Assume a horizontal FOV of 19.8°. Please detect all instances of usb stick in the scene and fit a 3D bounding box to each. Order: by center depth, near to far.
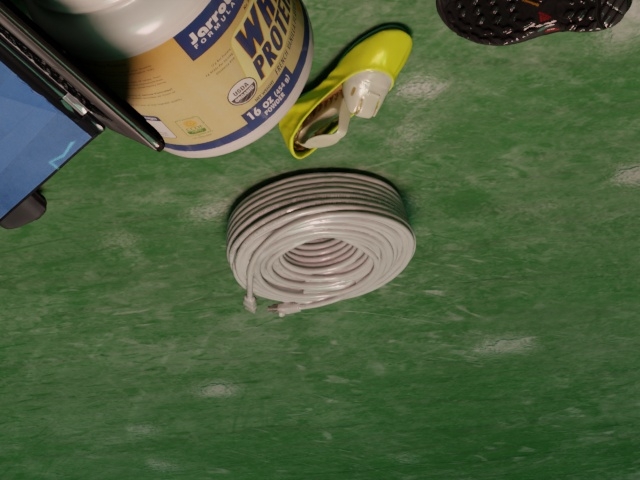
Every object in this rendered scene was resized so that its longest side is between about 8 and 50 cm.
[{"bbox_3d":[-0.435,-0.092,2.288,0.077,0.045,0.278,-15,149,17],"label":"usb stick"}]

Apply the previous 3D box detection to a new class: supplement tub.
[{"bbox_3d":[-0.162,-0.248,1.871,0.228,0.228,0.316,-16,150,17],"label":"supplement tub"}]

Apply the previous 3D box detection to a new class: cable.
[{"bbox_3d":[0.000,0.000,2.489,0.257,0.089,0.257,-9,150,4],"label":"cable"}]

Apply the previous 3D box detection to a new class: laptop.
[{"bbox_3d":[-0.408,-0.154,1.836,0.382,0.236,0.408,41,175,-20],"label":"laptop"}]

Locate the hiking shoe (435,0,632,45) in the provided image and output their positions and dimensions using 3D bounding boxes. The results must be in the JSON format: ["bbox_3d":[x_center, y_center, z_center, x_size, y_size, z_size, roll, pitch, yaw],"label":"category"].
[{"bbox_3d":[0.245,-0.264,2.058,0.227,0.086,0.114,4,-167,25],"label":"hiking shoe"}]

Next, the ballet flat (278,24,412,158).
[{"bbox_3d":[0.033,-0.169,2.203,0.077,0.077,0.231,18,143,-35],"label":"ballet flat"}]
